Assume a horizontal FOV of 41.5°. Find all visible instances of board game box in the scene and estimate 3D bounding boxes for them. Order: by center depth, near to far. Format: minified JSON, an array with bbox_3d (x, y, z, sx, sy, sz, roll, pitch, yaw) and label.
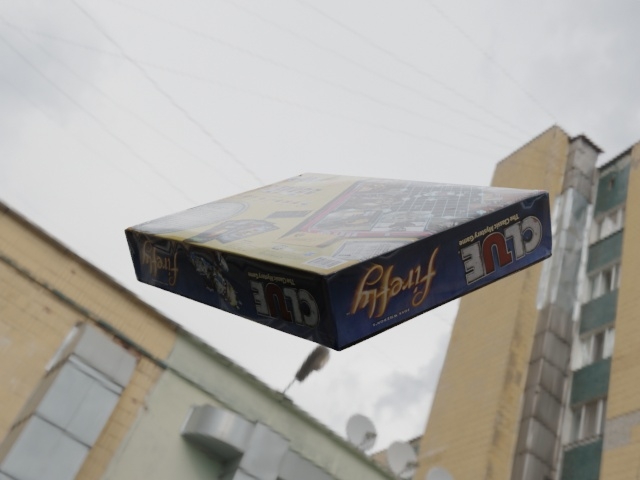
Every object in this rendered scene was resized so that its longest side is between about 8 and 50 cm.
[{"bbox_3d":[0.000,0.000,0.544,0.243,0.165,0.042,11,-65,54],"label":"board game box"}]
